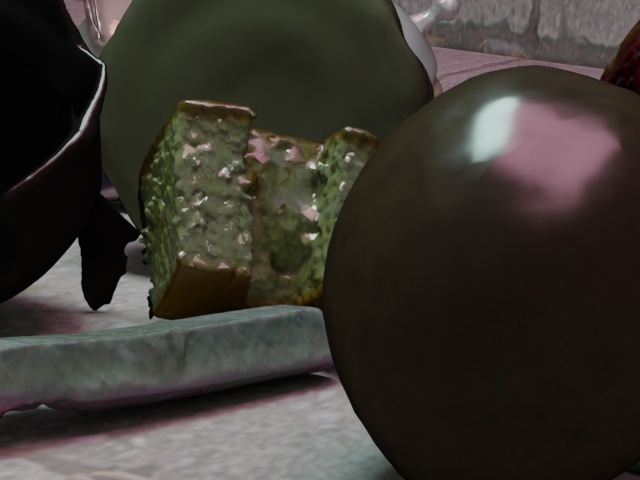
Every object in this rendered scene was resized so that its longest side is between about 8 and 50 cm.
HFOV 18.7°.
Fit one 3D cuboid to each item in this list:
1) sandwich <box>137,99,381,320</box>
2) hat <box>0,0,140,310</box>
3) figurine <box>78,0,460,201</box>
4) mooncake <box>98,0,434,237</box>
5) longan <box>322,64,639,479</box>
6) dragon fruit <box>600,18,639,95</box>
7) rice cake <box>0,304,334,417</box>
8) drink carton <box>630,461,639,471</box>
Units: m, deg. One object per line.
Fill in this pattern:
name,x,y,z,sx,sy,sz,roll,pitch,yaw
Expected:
sandwich,0.000,0.000,1.293,0.235,0.122,0.128,8,-26,-14
hat,-0.259,-0.076,1.328,0.238,0.336,0.209,-12,-26,-5
figurine,-0.054,-0.134,1.810,0.361,0.211,0.253,3,43,-14
mooncake,-0.043,-0.098,1.500,0.275,0.275,0.135,7,1,7
longan,0.106,0.033,1.022,0.248,0.248,0.248,6,11,-1
dragon fruit,0.468,-0.112,2.119,0.330,0.240,0.302,28,-15,-32
rice cake,-0.104,0.071,1.137,0.081,0.051,0.290,2,4,40
drink carton,0.264,0.065,1.115,0.146,0.142,0.144,11,11,32
